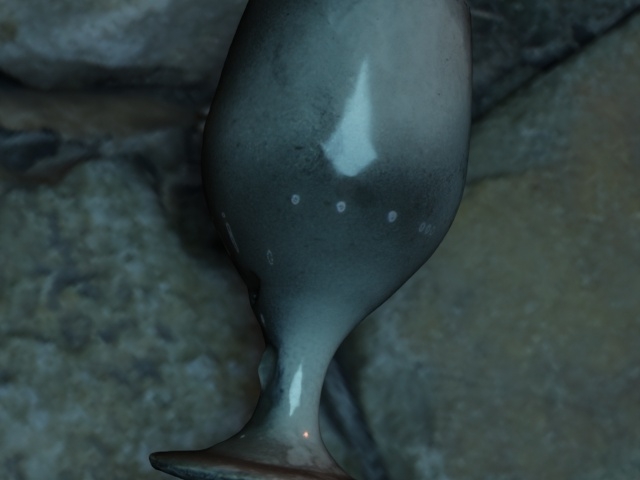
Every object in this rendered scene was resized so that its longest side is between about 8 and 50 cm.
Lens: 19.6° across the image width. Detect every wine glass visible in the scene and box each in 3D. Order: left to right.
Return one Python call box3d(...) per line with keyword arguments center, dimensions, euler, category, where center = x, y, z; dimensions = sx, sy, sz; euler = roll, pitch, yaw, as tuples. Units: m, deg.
box3d(center=(0.000, 0.000, 0.848), dimensions=(0.126, 0.126, 0.241), euler=(13, 84, -8), category="wine glass")
